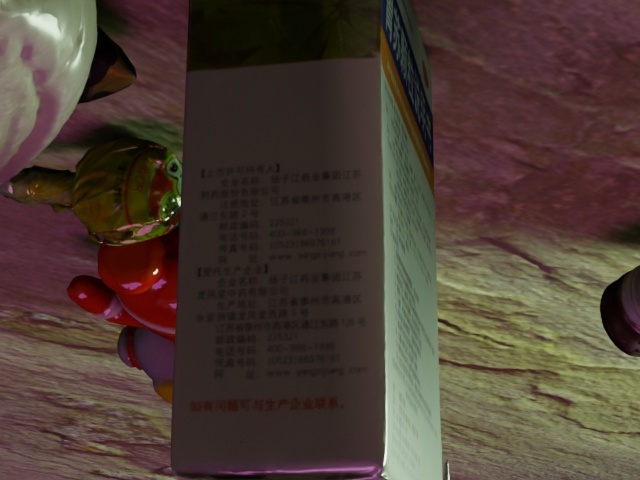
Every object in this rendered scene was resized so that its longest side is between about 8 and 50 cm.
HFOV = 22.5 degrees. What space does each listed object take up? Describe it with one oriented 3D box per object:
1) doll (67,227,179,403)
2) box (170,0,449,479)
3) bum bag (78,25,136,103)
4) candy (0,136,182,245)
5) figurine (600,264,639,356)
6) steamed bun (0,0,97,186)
[{"bbox_3d":[-0.097,0.072,1.334,0.199,0.105,0.336,-1,159,2],"label":"doll"},{"bbox_3d":[0.000,0.000,0.852,0.106,0.300,0.200,-5,160,10],"label":"box"},{"bbox_3d":[-0.222,-0.103,0.923,0.232,0.060,0.107,5,168,-9],"label":"bum bag"},{"bbox_3d":[-0.217,-0.040,1.105,0.262,0.073,0.077,4,-172,9],"label":"candy"},{"bbox_3d":[0.353,0.023,1.138,0.281,0.167,0.370,-28,-174,-30],"label":"figurine"},{"bbox_3d":[-0.241,-0.097,0.680,0.383,0.247,0.236,-25,160,38],"label":"steamed bun"}]
